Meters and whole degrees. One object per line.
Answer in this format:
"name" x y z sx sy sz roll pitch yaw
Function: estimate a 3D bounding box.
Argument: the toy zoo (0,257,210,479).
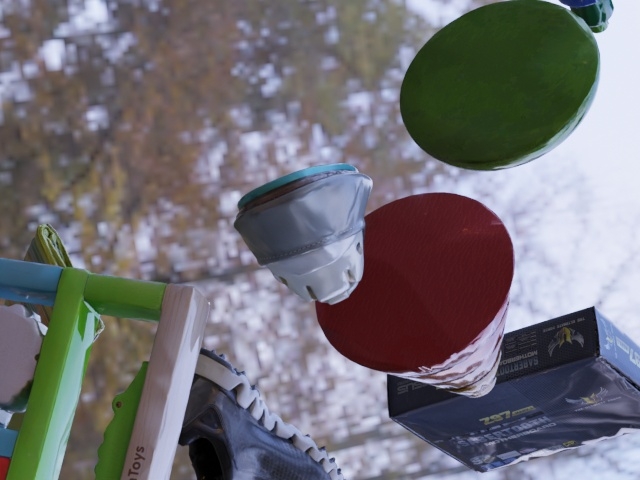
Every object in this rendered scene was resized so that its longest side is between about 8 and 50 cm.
"toy zoo" -0.214 0.095 0.889 0.030 0.293 0.192 56 43 -66

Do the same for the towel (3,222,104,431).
"towel" -0.222 0.096 1.401 0.102 0.021 0.237 63 -37 28

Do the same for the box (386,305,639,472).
"box" 0.208 0.151 1.803 0.232 0.183 0.059 -20 -125 27

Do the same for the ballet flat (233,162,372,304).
"ballet flat" 0.000 0.000 0.960 0.213 0.072 0.068 20 49 -89

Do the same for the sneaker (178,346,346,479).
"sneaker" -0.067 0.206 1.725 0.078 0.106 0.234 11 -29 51

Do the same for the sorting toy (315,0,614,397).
"sorting toy" 0.120 -0.046 1.146 0.127 0.366 0.126 6 -32 31
